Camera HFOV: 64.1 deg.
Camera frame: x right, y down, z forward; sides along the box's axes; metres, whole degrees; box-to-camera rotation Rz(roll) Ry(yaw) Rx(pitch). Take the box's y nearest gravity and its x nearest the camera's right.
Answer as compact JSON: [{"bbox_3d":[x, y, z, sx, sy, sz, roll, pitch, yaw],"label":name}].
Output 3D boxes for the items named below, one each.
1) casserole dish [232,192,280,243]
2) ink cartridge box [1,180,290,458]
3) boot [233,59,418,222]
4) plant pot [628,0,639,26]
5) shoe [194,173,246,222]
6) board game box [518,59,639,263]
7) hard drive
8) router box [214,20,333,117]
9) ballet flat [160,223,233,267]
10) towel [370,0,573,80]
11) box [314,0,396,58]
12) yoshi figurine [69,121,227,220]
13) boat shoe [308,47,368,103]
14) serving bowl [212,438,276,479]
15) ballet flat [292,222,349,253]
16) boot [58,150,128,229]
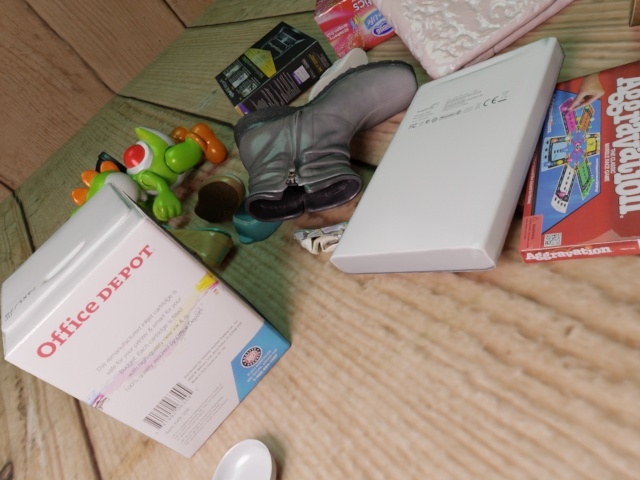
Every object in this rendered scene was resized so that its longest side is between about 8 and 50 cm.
[{"bbox_3d":[-0.092,-0.077,0.928,0.114,0.037,0.188,16,65,50],"label":"casserole dish"},{"bbox_3d":[-0.222,0.097,0.660,0.198,0.270,0.197,-47,36,-9],"label":"ink cartridge box"},{"bbox_3d":[0.031,-0.150,0.821,0.338,0.118,0.223,-24,47,3],"label":"boot"},{"bbox_3d":[0.502,-0.382,0.569,0.254,0.237,0.237,4,53,27],"label":"plant pot"},{"bbox_3d":[-0.184,-0.088,0.939,0.219,0.076,0.058,-22,38,62],"label":"shoe"},{"bbox_3d":[0.316,-0.099,0.584,0.145,0.027,0.281,-7,47,36],"label":"board game box"},{"bbox_3d":[0.172,-0.111,0.690,0.233,0.047,0.353,-6,47,49],"label":"hard drive"},{"bbox_3d":[-0.129,-0.423,1.287,0.243,0.081,0.309,-38,36,4],"label":"router box"},{"bbox_3d":[-0.254,0.012,0.952,0.232,0.080,0.073,2,69,46],"label":"ballet flat"},{"bbox_3d":[0.260,-0.468,0.897,0.317,0.053,0.332,-33,60,11],"label":"towel"},{"bbox_3d":[0.126,-0.523,1.119,0.256,0.128,0.123,-22,41,24],"label":"box"},{"bbox_3d":[-0.368,-0.102,1.138,0.203,0.203,0.362,35,57,13],"label":"yoshi figurine"},{"bbox_3d":[0.028,-0.332,1.067,0.063,0.066,0.184,-4,50,59],"label":"boat shoe"},{"bbox_3d":[-0.080,0.264,0.561,0.083,0.027,0.083,-24,39,21],"label":"serving bowl"},{"bbox_3d":[0.000,0.000,0.761,0.114,0.041,0.041,-9,46,37],"label":"ballet flat"},{"bbox_3d":[-0.537,-0.080,1.227,0.207,0.094,0.246,-56,2,-20],"label":"boot"}]
